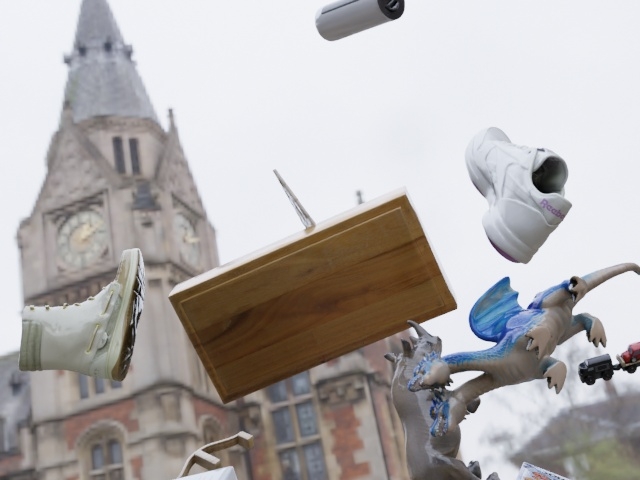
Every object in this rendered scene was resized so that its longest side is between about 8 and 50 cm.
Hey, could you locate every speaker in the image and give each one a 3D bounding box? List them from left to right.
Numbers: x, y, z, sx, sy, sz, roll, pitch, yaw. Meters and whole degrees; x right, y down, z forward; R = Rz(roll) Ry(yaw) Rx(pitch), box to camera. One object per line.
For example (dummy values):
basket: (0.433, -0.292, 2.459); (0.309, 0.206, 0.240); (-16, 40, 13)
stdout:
speaker: (0.055, -0.320, 1.423); (0.055, 0.055, 0.136); (10, -10, -38)

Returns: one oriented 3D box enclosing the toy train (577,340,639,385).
toy train: (0.403, 0.145, 1.286); (0.158, 0.027, 0.036); (-17, -69, 2)

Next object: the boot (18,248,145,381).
boot: (-0.352, 0.102, 1.505); (0.165, 0.213, 0.077); (3, -30, 6)

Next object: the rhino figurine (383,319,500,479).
rhino figurine: (0.140, 0.207, 1.262); (0.106, 0.243, 0.073); (0, -30, -22)

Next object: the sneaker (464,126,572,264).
sneaker: (0.312, -0.095, 1.544); (0.114, 0.305, 0.152); (29, -60, -24)

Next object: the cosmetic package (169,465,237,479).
cosmetic package: (-0.189, 0.403, 1.295); (0.184, 0.151, 0.151); (-17, 9, 13)

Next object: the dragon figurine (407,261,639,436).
dragon figurine: (0.212, 0.091, 1.058); (0.289, 0.085, 0.144); (-43, 21, -31)

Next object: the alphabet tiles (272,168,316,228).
alphabet tiles: (0.000, 0.000, 1.763); (0.009, 0.198, 0.237); (-35, -30, -3)

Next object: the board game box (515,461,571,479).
board game box: (0.276, 0.276, 0.955); (0.201, 0.035, 0.136); (19, 6, 15)

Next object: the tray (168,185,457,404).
tray: (-0.012, 0.090, 1.613); (0.411, 0.202, 0.076); (-23, 11, 11)

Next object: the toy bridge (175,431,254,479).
toy bridge: (-0.208, 0.407, 1.860); (0.063, 0.026, 0.188); (16, 34, 39)
